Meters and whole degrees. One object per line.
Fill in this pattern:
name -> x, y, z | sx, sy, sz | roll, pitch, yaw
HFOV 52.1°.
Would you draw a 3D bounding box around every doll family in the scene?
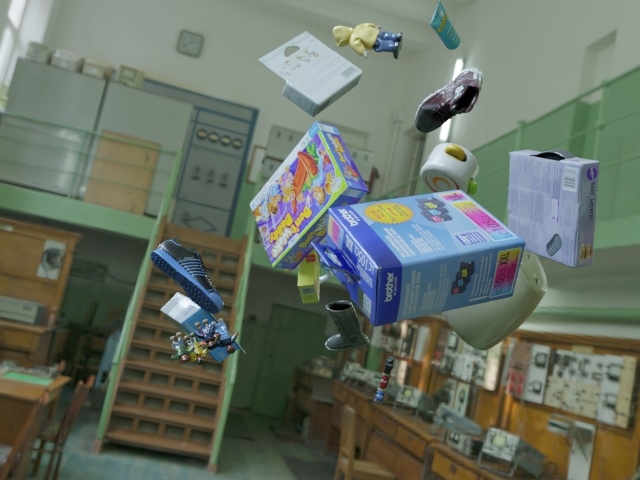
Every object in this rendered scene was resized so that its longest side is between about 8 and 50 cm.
doll family -> -0.322, 0.291, 1.831 | 0.111, 0.193, 0.076 | 55, -9, 37

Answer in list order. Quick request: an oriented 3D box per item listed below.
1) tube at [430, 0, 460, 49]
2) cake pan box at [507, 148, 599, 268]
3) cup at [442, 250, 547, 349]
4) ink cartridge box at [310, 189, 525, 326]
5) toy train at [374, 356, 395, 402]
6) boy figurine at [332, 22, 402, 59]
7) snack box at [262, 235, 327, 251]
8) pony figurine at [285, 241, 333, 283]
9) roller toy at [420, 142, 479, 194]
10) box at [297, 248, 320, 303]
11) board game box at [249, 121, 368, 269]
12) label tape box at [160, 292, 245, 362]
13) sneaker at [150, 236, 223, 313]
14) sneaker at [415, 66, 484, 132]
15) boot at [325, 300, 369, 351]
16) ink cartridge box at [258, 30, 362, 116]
tube -> 0.395, -0.679, 2.093 | 0.052, 0.080, 0.207 | 15, -4, 29
cake pan box -> 0.567, -0.090, 1.621 | 0.070, 0.267, 0.245 | -11, 17, -24
cup -> 0.514, 0.125, 1.916 | 0.331, 0.331, 0.237 | 19, -39, -41
ink cartridge box -> 0.182, 0.030, 1.385 | 0.395, 0.151, 0.270 | -11, 32, -18
toy train -> 0.183, 0.403, 1.868 | 0.027, 0.158, 0.036 | 15, 24, 6
boy figurine -> 0.185, -0.807, 2.655 | 0.285, 0.177, 0.092 | 10, -28, 11
snack box -> -0.059, -0.026, 2.117 | 0.174, 0.070, 0.207 | 0, 17, 32
pony figurine -> 0.000, 0.000, 2.705 | 0.351, 0.363, 0.303 | 55, 14, -2
roller toy -> 0.480, -0.262, 2.429 | 0.209, 0.146, 0.191 | 46, -25, -29
box -> -0.036, 0.096, 2.165 | 0.058, 0.232, 0.087 | -7, -52, 8
board game box -> -0.042, -0.116, 1.789 | 0.078, 0.233, 0.347 | 8, -43, -41
label tape box -> -0.473, 0.361, 2.627 | 0.249, 0.115, 0.347 | 53, -18, -27
sneaker -> -0.323, 0.084, 1.679 | 0.232, 0.090, 0.081 | 43, -40, 2
sneaker -> 0.404, -0.425, 2.101 | 0.106, 0.162, 0.281 | 35, -54, -15
boot -> 0.067, 0.309, 2.349 | 0.189, 0.076, 0.208 | -14, -47, 23
ink cartridge box -> -0.034, -0.528, 2.064 | 0.239, 0.275, 0.060 | 37, -41, 10
